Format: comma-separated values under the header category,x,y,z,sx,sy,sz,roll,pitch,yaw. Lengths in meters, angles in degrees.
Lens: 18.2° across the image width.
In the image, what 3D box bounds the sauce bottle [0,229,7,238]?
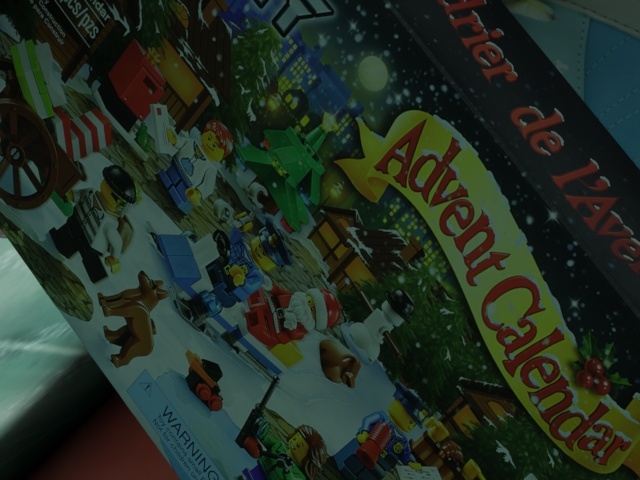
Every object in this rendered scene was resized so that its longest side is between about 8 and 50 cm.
category,x,y,z,sx,sy,sz,roll,pitch,yaw
sauce bottle,-0.095,-0.024,0.644,0.128,0.042,0.042,-25,162,-44

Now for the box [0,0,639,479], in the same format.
category,x,y,z,sx,sy,sz,roll,pitch,yaw
box,0.000,0.000,0.539,0.044,0.233,0.159,-23,160,-48

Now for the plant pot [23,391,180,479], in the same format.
category,x,y,z,sx,sy,sz,roll,pitch,yaw
plant pot,-0.040,0.175,1.090,0.243,0.275,0.275,-33,171,21

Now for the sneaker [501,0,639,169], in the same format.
category,x,y,z,sx,sy,sz,roll,pitch,yaw
sneaker,0.047,-0.061,0.763,0.127,0.208,0.319,-30,-142,58
